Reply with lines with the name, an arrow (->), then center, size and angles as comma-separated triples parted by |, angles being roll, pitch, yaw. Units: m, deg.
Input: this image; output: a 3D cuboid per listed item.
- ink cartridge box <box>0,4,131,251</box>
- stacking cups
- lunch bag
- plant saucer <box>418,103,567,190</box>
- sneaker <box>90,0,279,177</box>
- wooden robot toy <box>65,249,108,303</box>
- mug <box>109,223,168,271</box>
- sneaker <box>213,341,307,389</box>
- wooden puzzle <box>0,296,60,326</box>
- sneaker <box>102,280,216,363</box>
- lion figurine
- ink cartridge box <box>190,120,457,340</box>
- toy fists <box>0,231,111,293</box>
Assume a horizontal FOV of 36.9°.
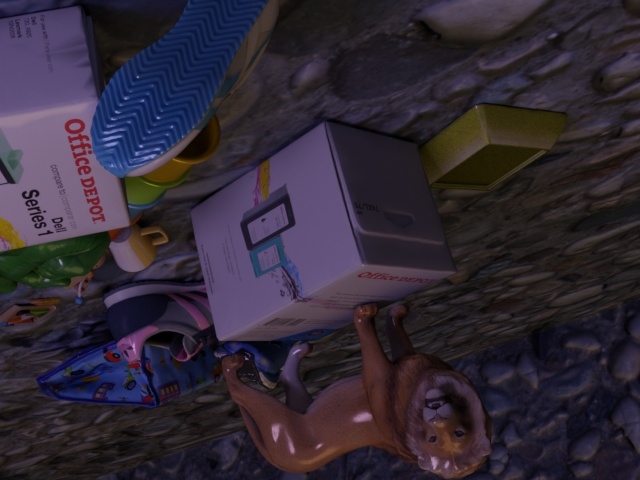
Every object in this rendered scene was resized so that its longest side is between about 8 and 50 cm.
ink cartridge box -> -0.327, -0.083, 0.872 | 0.278, 0.117, 0.201 | -12, 149, -10
stacking cups -> -0.233, -0.064, 1.099 | 0.096, 0.096, 0.316 | 0, 158, -38
lunch bag -> -0.351, 0.234, 1.754 | 0.293, 0.138, 0.221 | -16, 179, 31
plant saucer -> 0.231, -0.120, 1.356 | 0.188, 0.045, 0.188 | 0, 156, -38
sneaker -> -0.106, -0.141, 0.824 | 0.228, 0.087, 0.092 | -54, 169, -14
wooden robot toy -> -0.326, 0.017, 1.278 | 0.079, 0.076, 0.173 | -28, 151, -2
mug -> -0.256, -0.003, 1.305 | 0.078, 0.062, 0.064 | -43, 154, -11
sneaker -> -0.089, 0.168, 1.756 | 0.147, 0.130, 0.330 | -63, 172, 11
wooden puzzle -> -0.469, 0.119, 1.534 | 0.078, 0.014, 0.116 | 1, 155, -39
sneaker -> -0.208, 0.140, 1.614 | 0.319, 0.131, 0.112 | -2, 157, -35
lion figurine -> 0.036, 0.229, 1.280 | 0.392, 0.240, 0.142 | -25, 159, 32
ink cartridge box -> 0.000, 0.000, 1.280 | 0.270, 0.197, 0.198 | -29, 157, 36
toy fists -> -0.360, 0.006, 1.089 | 0.279, 0.096, 0.142 | -7, 166, 35
